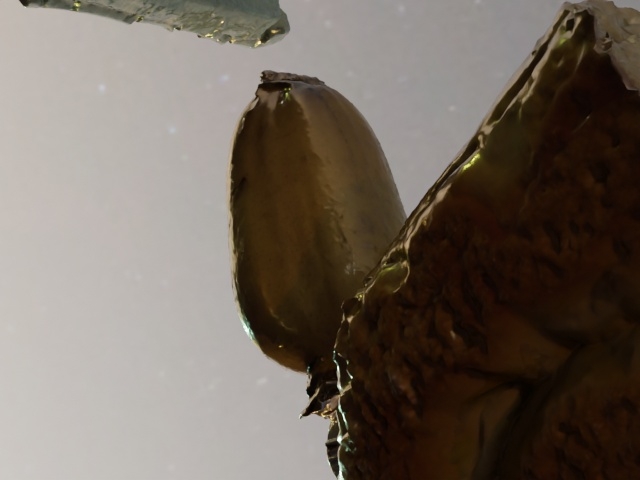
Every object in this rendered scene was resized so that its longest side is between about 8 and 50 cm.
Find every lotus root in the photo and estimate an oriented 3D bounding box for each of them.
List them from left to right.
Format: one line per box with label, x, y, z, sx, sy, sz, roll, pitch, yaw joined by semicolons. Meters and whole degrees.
lotus root;-0.002;0.002;1.202;0.131;0.146;0.303;43;32;-60

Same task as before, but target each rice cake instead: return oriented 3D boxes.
rice cake;-0.139;-0.222;1.340;0.063;0.336;0.066;-33;-109;31

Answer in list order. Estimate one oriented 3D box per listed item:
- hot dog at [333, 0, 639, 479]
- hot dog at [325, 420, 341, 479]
hot dog;0.175;0.097;0.920;0.365;0.196;0.367;-51;-121;29
hot dog;0.077;0.197;1.804;0.069;0.131;0.253;-51;-160;45
